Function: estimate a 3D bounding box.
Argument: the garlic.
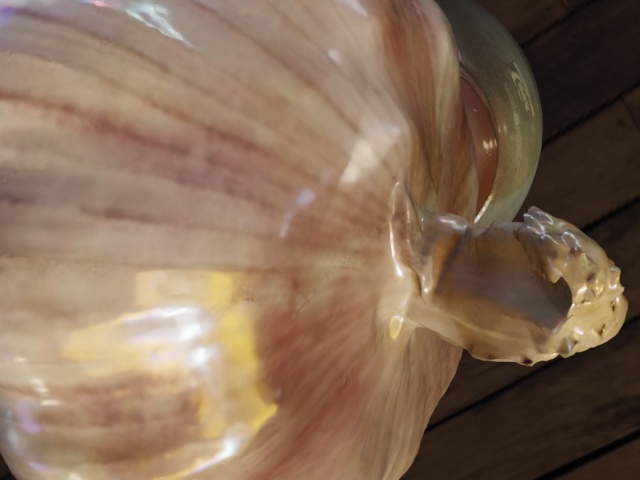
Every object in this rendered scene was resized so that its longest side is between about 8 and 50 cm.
[{"bbox_3d":[0.000,0.000,0.410,0.253,0.245,0.245,4,84,46],"label":"garlic"}]

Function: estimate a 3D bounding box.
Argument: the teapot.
[{"bbox_3d":[0.049,-0.118,0.883,0.233,0.312,0.315,-6,99,4],"label":"teapot"}]
